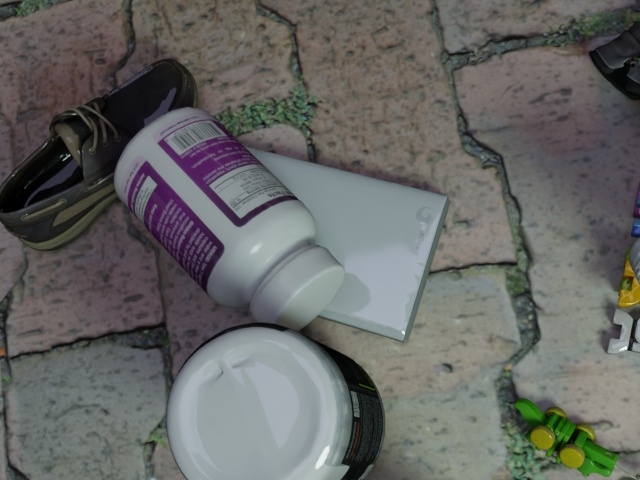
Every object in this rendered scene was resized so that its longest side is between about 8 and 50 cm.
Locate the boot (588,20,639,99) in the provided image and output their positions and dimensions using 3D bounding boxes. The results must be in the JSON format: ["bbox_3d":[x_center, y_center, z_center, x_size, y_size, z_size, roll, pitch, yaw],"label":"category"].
[{"bbox_3d":[0.506,-0.223,1.074,0.222,0.118,0.338,-48,35,0],"label":"boot"}]

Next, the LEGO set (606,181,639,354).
[{"bbox_3d":[0.418,0.033,1.087,0.093,0.087,0.227,11,81,17],"label":"LEGO set"}]

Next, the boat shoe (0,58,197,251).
[{"bbox_3d":[-0.322,-0.128,1.292,0.132,0.130,0.355,43,90,19],"label":"boat shoe"}]

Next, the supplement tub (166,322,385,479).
[{"bbox_3d":[-0.033,0.209,1.037,0.194,0.316,0.193,-4,76,15],"label":"supplement tub"}]

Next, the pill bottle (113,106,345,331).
[{"bbox_3d":[-0.113,-0.020,1.151,0.169,0.169,0.301,-45,70,0],"label":"pill bottle"}]

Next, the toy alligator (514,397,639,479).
[{"bbox_3d":[0.312,0.258,1.080,0.190,0.056,0.051,31,128,18],"label":"toy alligator"}]

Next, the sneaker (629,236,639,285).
[{"bbox_3d":[0.443,-0.040,0.999,0.137,0.366,0.210,-46,53,44],"label":"sneaker"}]

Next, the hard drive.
[{"bbox_3d":[0.000,0.000,1.227,0.308,0.040,0.203,15,81,18],"label":"hard drive"}]
